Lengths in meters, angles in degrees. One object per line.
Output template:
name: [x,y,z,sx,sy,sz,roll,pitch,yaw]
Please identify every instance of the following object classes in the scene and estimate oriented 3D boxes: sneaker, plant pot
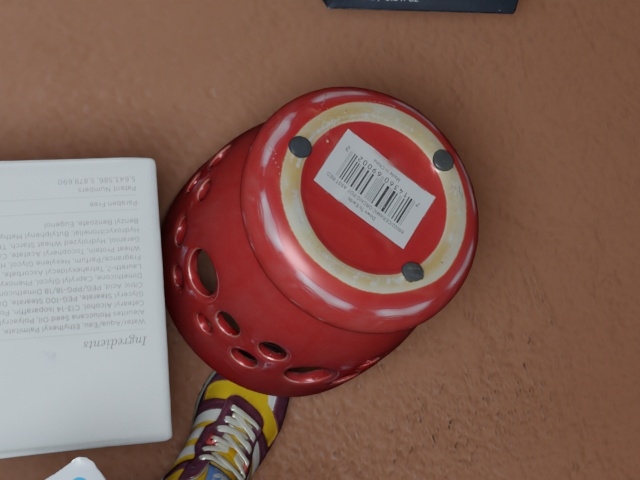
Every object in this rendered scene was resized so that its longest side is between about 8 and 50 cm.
sneaker: [-0.070,0.157,1.004,0.069,0.084,0.186,32,78,-15]
plant pot: [0.000,0.000,0.970,0.191,0.174,0.191,7,71,-21]

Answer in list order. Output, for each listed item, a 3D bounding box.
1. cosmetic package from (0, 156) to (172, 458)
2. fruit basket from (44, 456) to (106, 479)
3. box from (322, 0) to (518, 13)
cosmetic package: [-0.191,0.045,0.931,0.151,0.151,0.184,-3,87,-19]
fruit basket: [-0.138,0.307,0.587,0.327,0.165,0.353,-31,74,-21]
box: [0.076,-0.256,1.035,0.155,0.093,0.158,-2,125,-19]
